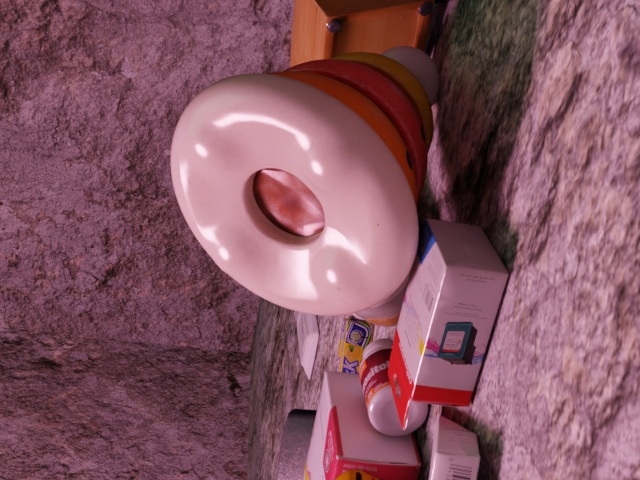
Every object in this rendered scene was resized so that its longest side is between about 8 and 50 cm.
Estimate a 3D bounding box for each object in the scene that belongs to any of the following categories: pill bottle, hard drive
[{"bbox_3d":[0.102,0.209,1.251,0.152,0.086,0.086,-103,22,-66],"label":"pill bottle"},{"bbox_3d":[-0.006,0.438,1.561,0.054,0.171,0.255,20,-109,-53],"label":"hard drive"}]

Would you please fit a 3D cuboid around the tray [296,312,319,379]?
[{"bbox_3d":[-0.038,0.248,2.354,0.270,0.030,0.145,-101,21,-65],"label":"tray"}]

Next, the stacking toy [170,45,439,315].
[{"bbox_3d":[0.049,-0.159,1.216,0.480,0.350,0.351,-51,-16,-43],"label":"stacking toy"}]

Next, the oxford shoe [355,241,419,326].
[{"bbox_3d":[0.087,-0.030,1.397,0.449,0.169,0.130,-90,-25,-49],"label":"oxford shoe"}]

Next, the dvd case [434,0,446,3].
[{"bbox_3d":[0.210,-0.451,1.269,0.239,0.029,0.180,-121,38,-77],"label":"dvd case"}]

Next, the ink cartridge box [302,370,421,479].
[{"bbox_3d":[0.048,0.389,1.318,0.226,0.131,0.306,-102,22,-65],"label":"ink cartridge box"}]

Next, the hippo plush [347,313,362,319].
[{"bbox_3d":[0.000,0.000,1.594,0.234,0.236,0.294,114,161,-64],"label":"hippo plush"}]

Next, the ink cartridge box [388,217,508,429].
[{"bbox_3d":[0.148,0.106,1.050,0.134,0.077,0.231,-99,19,-64],"label":"ink cartridge box"}]

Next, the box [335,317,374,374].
[{"bbox_3d":[0.061,0.234,1.617,0.059,0.054,0.169,180,96,-82],"label":"box"}]

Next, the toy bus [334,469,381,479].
[{"bbox_3d":[-0.008,0.468,1.173,0.333,0.130,0.108,-59,11,22],"label":"toy bus"}]

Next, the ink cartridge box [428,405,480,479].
[{"bbox_3d":[0.152,0.309,1.033,0.224,0.056,0.181,-18,-64,-79],"label":"ink cartridge box"}]

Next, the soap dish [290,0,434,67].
[{"bbox_3d":[0.066,-0.315,1.425,0.291,0.228,0.118,97,153,-49],"label":"soap dish"}]
